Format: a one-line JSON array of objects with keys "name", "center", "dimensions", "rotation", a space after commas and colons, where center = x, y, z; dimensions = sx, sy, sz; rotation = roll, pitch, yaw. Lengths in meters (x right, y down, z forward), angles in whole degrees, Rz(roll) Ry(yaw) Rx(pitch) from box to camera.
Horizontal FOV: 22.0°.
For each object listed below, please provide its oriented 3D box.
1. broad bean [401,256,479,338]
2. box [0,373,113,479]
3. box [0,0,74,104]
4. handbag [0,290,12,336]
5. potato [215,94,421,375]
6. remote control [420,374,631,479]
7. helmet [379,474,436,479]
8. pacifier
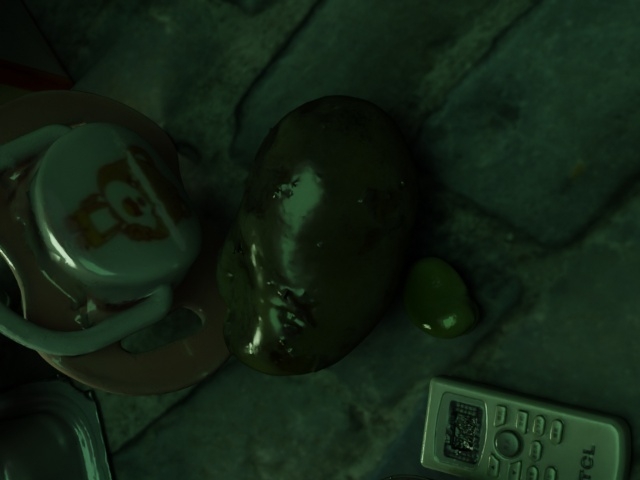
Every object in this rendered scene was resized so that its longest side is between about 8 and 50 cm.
[{"name": "broad bean", "center": [0.105, 0.054, 1.468], "dimensions": [0.063, 0.045, 0.083], "rotation": [-50, 63, 22]}, {"name": "box", "center": [-0.333, 0.324, 1.710], "dimensions": [0.264, 0.106, 0.336], "rotation": [-15, 86, 31]}, {"name": "box", "center": [-0.484, -0.220, 1.589], "dimensions": [0.257, 0.349, 0.318], "rotation": [-35, 77, 15]}, {"name": "handbag", "center": [-0.419, 0.171, 1.662], "dimensions": [0.247, 0.079, 0.260], "rotation": [-19, 54, 53]}, {"name": "potato", "center": [0.000, 0.000, 1.460], "dimensions": [0.165, 0.165, 0.262], "rotation": [33, 110, 24]}, {"name": "remote control", "center": [0.178, 0.178, 1.443], "dimensions": [0.190, 0.029, 0.087], "rotation": [13, 101, 28]}, {"name": "helmet", "center": [0.106, 0.298, 1.455], "dimensions": [0.153, 0.107, 0.177], "rotation": [-37, 57, 30]}, {"name": "pacifier", "center": [-0.210, 0.008, 1.556], "dimensions": [0.220, 0.273, 0.332], "rotation": [-33, 75, 1]}]
